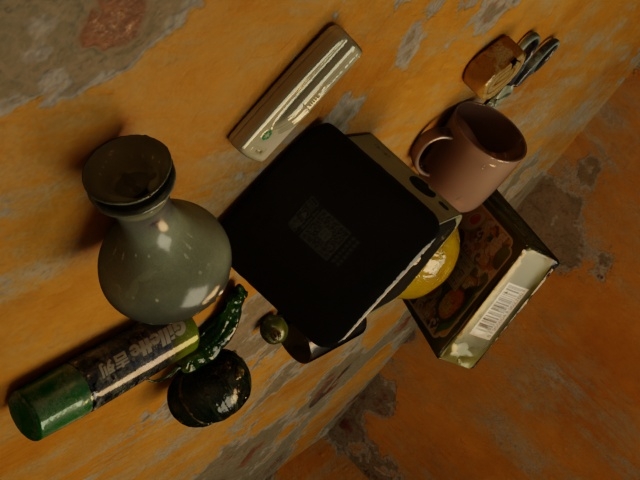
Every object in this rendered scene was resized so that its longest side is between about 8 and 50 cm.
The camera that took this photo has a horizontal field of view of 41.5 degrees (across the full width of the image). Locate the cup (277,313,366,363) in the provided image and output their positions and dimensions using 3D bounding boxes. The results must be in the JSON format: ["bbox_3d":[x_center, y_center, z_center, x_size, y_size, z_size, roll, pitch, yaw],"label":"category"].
[{"bbox_3d":[-0.016,0.171,2.100,0.177,0.240,0.166,-29,-160,-29],"label":"cup"}]

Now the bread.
[{"bbox_3d":[0.375,-0.364,1.815,0.149,0.073,0.122,-39,165,-20],"label":"bread"}]

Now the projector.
[{"bbox_3d":[0.078,-0.027,1.590,0.248,0.249,0.248,-54,163,27],"label":"projector"}]

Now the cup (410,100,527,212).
[{"bbox_3d":[0.316,-0.187,1.950,0.252,0.192,0.200,4,140,-30],"label":"cup"}]

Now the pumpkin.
[{"bbox_3d":[-0.236,0.314,1.803,0.190,0.146,0.190,-16,-167,4],"label":"pumpkin"}]

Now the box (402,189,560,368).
[{"bbox_3d":[0.376,0.061,2.227,0.138,0.420,0.373,20,116,-33],"label":"box"}]

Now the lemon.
[{"bbox_3d":[0.228,0.025,2.122,0.236,0.235,0.263,-32,140,-38],"label":"lemon"}]

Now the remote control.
[{"bbox_3d":[-0.033,-0.209,1.231,0.230,0.049,0.090,-46,161,8],"label":"remote control"}]

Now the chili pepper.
[{"bbox_3d":[-0.226,0.197,1.717,0.279,0.065,0.122,-50,154,10],"label":"chili pepper"}]

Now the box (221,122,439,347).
[{"bbox_3d":[0.009,-0.009,1.402,0.290,0.289,0.073,-48,172,0],"label":"box"}]

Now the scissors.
[{"bbox_3d":[0.433,-0.347,2.079,0.383,0.029,0.256,-52,162,24],"label":"scissors"}]

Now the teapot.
[{"bbox_3d":[-0.215,-0.015,1.074,0.183,0.183,0.251,-39,150,-20],"label":"teapot"}]

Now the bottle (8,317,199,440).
[{"bbox_3d":[-0.348,0.214,1.397,0.330,0.093,0.093,-29,157,-44],"label":"bottle"}]

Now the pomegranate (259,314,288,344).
[{"bbox_3d":[-0.110,0.219,2.011,0.073,0.085,0.073,-6,136,-6],"label":"pomegranate"}]
